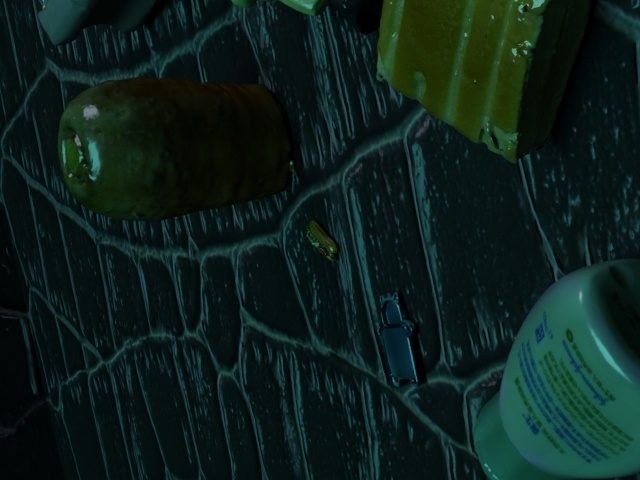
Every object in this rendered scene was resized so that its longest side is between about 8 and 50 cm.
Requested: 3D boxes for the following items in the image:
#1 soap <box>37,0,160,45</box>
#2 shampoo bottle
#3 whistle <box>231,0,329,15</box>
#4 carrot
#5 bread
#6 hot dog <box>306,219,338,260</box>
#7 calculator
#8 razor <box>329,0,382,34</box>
[{"bbox_3d":[-0.375,-0.574,2.141,0.435,0.213,0.350,-37,74,58],"label":"soap"},{"bbox_3d":[0.290,0.181,1.418,0.222,0.151,0.349,56,145,20],"label":"shampoo bottle"},{"bbox_3d":[-0.087,-0.404,1.850,0.294,0.141,0.141,40,138,20],"label":"whistle"},{"bbox_3d":[-0.228,-0.147,1.964,0.224,0.340,0.224,25,120,55],"label":"carrot"},{"bbox_3d":[0.181,-0.242,1.431,0.239,0.111,0.246,43,141,32],"label":"bread"},{"bbox_3d":[0.000,0.000,1.956,0.083,0.021,0.037,45,138,39],"label":"hot dog"},{"bbox_3d":[0.114,0.145,1.831,0.094,0.019,0.141,-10,93,60],"label":"calculator"},{"bbox_3d":[0.029,-0.345,1.698,0.148,0.054,0.090,58,-174,25],"label":"razor"}]
